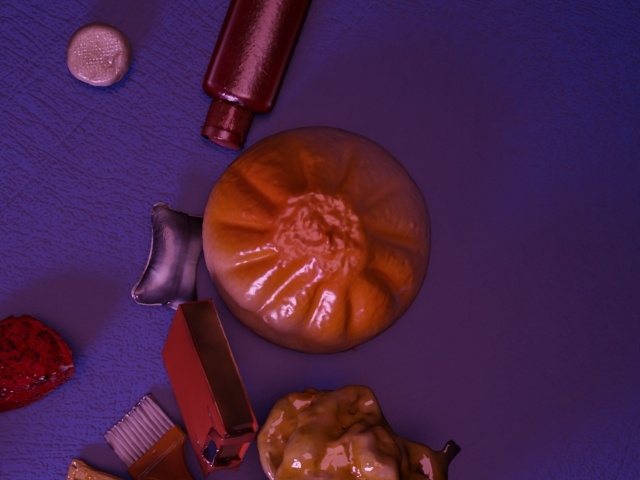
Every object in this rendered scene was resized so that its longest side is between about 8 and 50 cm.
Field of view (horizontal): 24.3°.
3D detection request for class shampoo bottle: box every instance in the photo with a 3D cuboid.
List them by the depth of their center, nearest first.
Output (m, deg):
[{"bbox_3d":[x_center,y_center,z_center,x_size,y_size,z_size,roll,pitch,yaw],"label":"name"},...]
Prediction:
[{"bbox_3d":[-0.086,-0.249,1.940,0.102,0.064,0.260,19,85,-3],"label":"shampoo bottle"}]

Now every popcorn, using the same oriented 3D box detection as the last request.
[{"bbox_3d":[0.050,0.322,1.799,0.281,0.297,0.316,-31,59,-4],"label":"popcorn"}]

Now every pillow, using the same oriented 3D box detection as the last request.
[{"bbox_3d":[-0.189,0.025,1.919,0.091,0.055,0.136,15,87,-5],"label":"pillow"}]

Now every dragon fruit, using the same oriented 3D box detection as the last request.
[{"bbox_3d":[-0.385,0.155,1.889,0.162,0.083,0.106,-25,67,5],"label":"dragon fruit"}]

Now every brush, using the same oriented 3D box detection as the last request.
[{"bbox_3d":[-0.157,0.319,1.844,0.090,0.017,0.314,-43,58,-3],"label":"brush"}]

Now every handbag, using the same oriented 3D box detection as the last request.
[{"bbox_3d":[-0.138,0.185,1.839,0.063,0.127,0.190,-8,58,-24],"label":"handbag"}]

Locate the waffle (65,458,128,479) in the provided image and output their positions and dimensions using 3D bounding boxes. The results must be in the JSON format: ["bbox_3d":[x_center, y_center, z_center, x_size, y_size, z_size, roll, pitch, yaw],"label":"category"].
[{"bbox_3d":[-0.269,0.340,1.869,0.152,0.023,0.097,13,82,32],"label":"waffle"}]

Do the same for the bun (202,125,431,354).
[{"bbox_3d":[0.000,0.000,1.881,0.299,0.165,0.299,0,87,-3],"label":"bun"}]

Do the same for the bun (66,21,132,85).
[{"bbox_3d":[-0.286,-0.242,1.932,0.086,0.055,0.086,0,98,4],"label":"bun"}]
